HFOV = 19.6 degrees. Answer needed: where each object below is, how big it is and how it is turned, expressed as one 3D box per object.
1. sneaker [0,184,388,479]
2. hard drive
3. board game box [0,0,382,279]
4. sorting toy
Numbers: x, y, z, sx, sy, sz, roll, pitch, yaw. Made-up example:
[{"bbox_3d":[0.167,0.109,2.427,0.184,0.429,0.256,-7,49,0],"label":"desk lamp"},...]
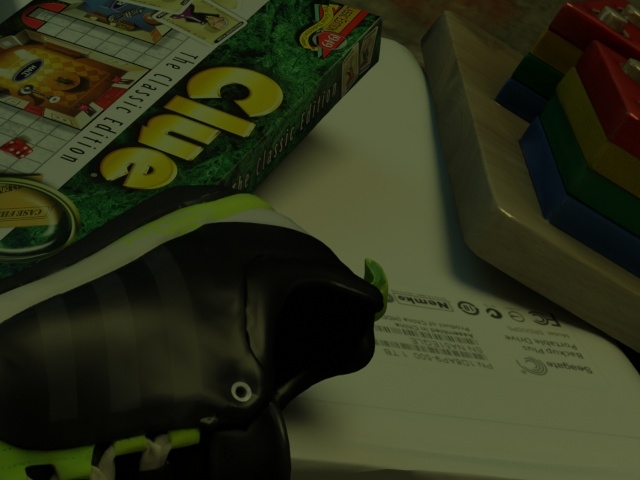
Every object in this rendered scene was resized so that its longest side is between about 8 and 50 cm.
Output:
[{"bbox_3d":[-0.056,0.052,0.565,0.097,0.084,0.234,24,42,23],"label":"sneaker"},{"bbox_3d":[0.000,0.000,0.807,0.233,0.047,0.353,9,32,-29],"label":"hard drive"},{"bbox_3d":[-0.088,-0.046,0.740,0.136,0.030,0.260,21,38,15],"label":"board game box"},{"bbox_3d":[0.187,-0.023,0.901,0.257,0.089,0.255,30,22,-15],"label":"sorting toy"}]
